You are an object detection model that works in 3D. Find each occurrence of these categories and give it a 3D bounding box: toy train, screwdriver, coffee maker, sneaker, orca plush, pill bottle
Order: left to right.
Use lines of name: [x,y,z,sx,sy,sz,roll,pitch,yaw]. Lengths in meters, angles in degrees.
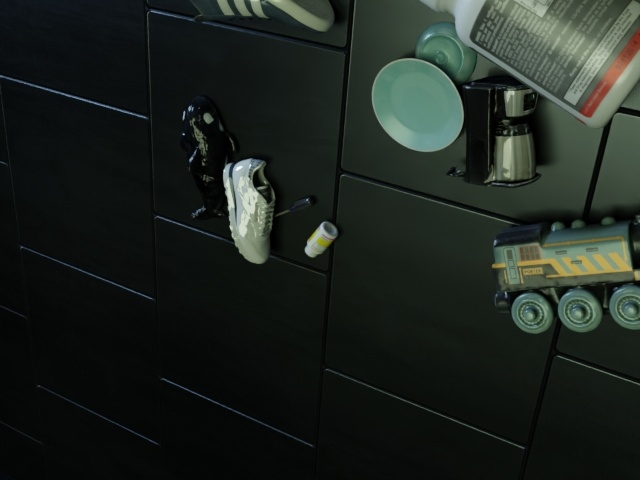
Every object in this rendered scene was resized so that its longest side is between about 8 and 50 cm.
orca plush: [-0.277,-0.166,1.799,0.151,0.102,0.287,25,124,20]
sneaker: [-0.149,-0.453,1.510,0.350,0.131,0.148,24,133,-14]
sneaker: [-0.142,-0.061,1.774,0.094,0.090,0.235,-5,106,27]
screwdriver: [-0.075,-0.065,1.782,0.170,0.025,0.024,-18,103,46]
pill bottle: [0.000,0.000,1.745,0.043,0.043,0.083,45,129,5]
coffee maker: [0.294,-0.191,1.411,0.171,0.120,0.178,2,109,22]
pill bottle: [0.341,-0.353,1.251,0.363,0.210,0.210,37,127,11]
toy train: [0.460,0.056,1.432,0.333,0.142,0.190,-7,99,34]

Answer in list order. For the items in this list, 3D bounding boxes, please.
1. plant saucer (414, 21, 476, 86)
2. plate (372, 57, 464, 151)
plant saucer: [0.220,-0.330,1.458,0.119,0.021,0.119,14,120,26]
plate: [0.182,-0.252,1.504,0.188,0.024,0.188,21,132,24]
